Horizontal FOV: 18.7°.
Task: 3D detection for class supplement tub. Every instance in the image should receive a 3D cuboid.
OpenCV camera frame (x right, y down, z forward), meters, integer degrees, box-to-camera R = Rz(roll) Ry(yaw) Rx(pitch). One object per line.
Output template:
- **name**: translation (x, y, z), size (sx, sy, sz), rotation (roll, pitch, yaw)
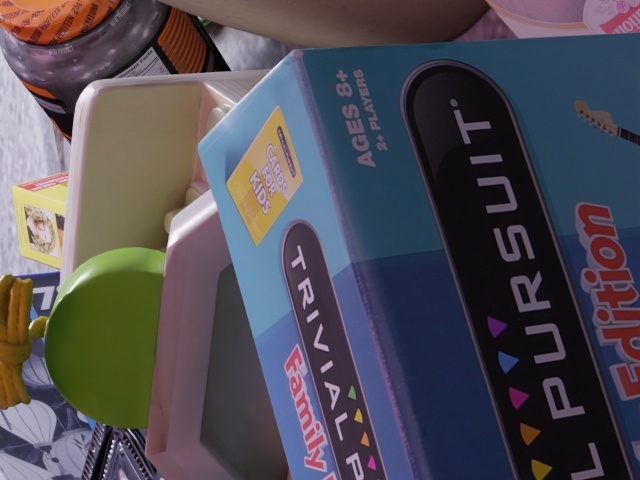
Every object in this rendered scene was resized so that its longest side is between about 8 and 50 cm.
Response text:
- **supplement tub**: translation (-0.129, -0.115, 1.242), size (0.117, 0.117, 0.190), rotation (55, 179, 39)

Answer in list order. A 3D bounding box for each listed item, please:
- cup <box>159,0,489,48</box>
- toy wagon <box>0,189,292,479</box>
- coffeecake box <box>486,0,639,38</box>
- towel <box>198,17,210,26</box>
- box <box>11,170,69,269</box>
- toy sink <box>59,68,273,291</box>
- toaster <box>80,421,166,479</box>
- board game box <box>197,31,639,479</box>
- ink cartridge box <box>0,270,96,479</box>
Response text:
- **cup**: translation (-0.059, -0.262, 1.064), size (0.331, 0.237, 0.331), rotation (14, 107, 57)
- **toy wagon**: translation (0.017, 0.052, 0.912), size (0.068, 0.344, 0.267), rotation (-90, 7, -68)
- **coffeecake box**: translation (0.113, -0.172, 0.879), size (0.185, 0.068, 0.142), rotation (48, 144, 0)
- **towel**: translation (-0.085, -0.230, 1.320), size (0.113, 0.023, 0.152), rotation (-35, 66, 57)
- **box**: translation (-0.123, -0.005, 1.345), size (0.232, 0.087, 0.058), rotation (16, 117, 55)
- **toy sink**: translation (0.000, 0.000, 1.015), size (0.131, 0.234, 0.153), rotation (36, 124, 52)
- **toaster**: translation (-0.070, 0.170, 1.245), size (0.129, 0.146, 0.227), rotation (53, 137, 42)
- **board game box**: translation (0.151, 0.055, 0.672), size (0.079, 0.336, 0.254), rotation (-39, 62, 54)
- **ink cartridge box**: translation (-0.201, 0.110, 1.437), size (0.332, 0.165, 0.065), rotation (51, 137, 41)
